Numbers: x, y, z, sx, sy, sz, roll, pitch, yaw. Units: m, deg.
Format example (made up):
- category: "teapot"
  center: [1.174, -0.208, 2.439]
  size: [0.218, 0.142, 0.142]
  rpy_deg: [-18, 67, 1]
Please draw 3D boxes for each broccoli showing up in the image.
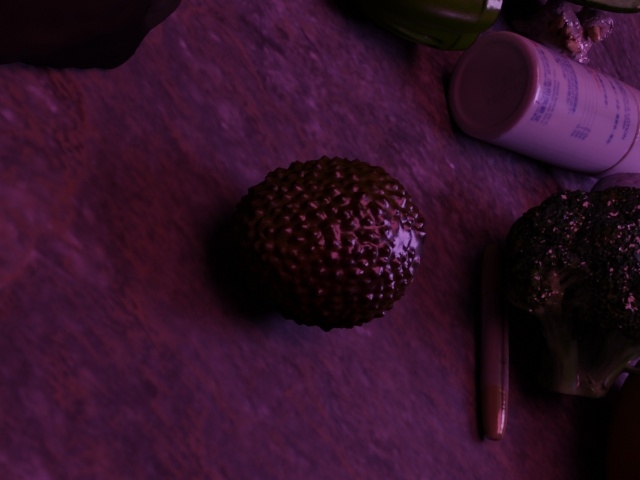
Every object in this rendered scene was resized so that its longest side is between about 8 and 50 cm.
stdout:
- category: "broccoli"
  center: [0.315, 0.056, 1.356]
  size: [0.262, 0.269, 0.241]
  rpy_deg: [15, 92, -4]

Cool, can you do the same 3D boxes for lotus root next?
- category: "lotus root"
  center: [0.087, -0.298, 1.353]
  size: [0.186, 0.186, 0.186]
  rpy_deg: [26, 52, -38]

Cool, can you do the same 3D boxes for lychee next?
- category: "lychee"
  center: [0.000, 0.000, 1.083]
  size: [0.171, 0.171, 0.171]
  rpy_deg: [26, 52, -38]

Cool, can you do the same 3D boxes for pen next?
- category: "pen"
  center: [0.188, 0.106, 1.333]
  size: [0.040, 0.032, 0.233]
  rpy_deg: [36, 47, -41]

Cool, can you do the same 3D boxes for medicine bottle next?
- category: "medicine bottle"
  center: [0.310, -0.153, 1.535]
  size: [0.341, 0.130, 0.130]
  rpy_deg: [11, 62, -45]

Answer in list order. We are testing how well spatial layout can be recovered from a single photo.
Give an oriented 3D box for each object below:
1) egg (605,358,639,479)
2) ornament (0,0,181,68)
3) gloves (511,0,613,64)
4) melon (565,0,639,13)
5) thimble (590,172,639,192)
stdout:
- category: "egg"
  center: [0.441, 0.240, 1.372]
  size: [0.250, 0.250, 0.322]
  rpy_deg: [39, 39, -29]
- category: "ornament"
  center: [-0.255, -0.273, 0.990]
  size: [0.251, 0.106, 0.260]
  rpy_deg: [-4, 64, -57]
- category: "gloves"
  center: [0.329, -0.287, 1.658]
  size: [0.110, 0.094, 0.144]
  rpy_deg: [41, 50, 15]
- category: "melon"
  center: [0.277, -0.449, 1.595]
  size: [0.344, 0.226, 0.331]
  rpy_deg: [18, 49, 3]
- category: "thimble"
  center: [0.382, -0.001, 1.536]
  size: [0.151, 0.127, 0.118]
  rpy_deg: [62, 39, -20]
